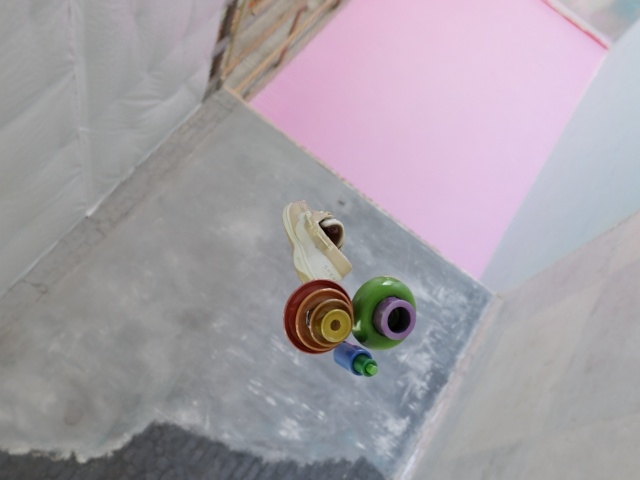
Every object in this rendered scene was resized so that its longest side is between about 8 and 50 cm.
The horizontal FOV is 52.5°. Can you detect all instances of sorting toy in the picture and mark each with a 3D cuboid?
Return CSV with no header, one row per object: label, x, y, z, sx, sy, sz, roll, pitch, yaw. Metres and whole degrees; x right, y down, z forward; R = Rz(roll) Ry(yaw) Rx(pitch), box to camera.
sorting toy,0.026,0.055,0.413,0.042,0.101,0.061,-165,77,-64

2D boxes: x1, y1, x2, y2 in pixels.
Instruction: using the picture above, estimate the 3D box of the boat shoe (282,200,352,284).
boat shoe,0.000,0.000,0.705,0.059,0.063,0.170,-30,32,7
